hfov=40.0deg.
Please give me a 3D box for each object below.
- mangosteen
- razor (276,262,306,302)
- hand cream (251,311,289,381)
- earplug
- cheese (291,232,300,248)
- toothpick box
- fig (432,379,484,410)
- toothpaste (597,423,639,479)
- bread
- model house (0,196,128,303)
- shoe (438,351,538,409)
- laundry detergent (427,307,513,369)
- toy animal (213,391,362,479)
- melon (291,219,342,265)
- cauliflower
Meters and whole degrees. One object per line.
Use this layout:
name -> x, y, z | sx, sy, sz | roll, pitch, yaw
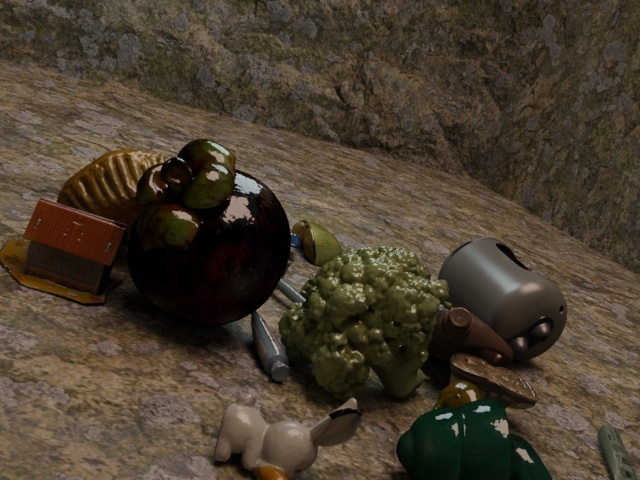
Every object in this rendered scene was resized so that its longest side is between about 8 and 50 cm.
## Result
mangosteen -> -0.194, -0.002, 1.504 | 0.311, 0.311, 0.311 | 20, 15, -6
razor -> -0.040, 0.126, 1.759 | 0.106, 0.068, 0.232 | 1, 32, -49
hand cream -> -0.091, 0.181, 1.501 | 0.043, 0.065, 0.170 | -17, 29, -13
earplug -> 0.243, 0.349, 1.254 | 0.280, 0.163, 0.257 | 10, 52, 2
cheese -> -0.198, -0.049, 2.072 | 0.321, 0.083, 0.204 | 18, 16, -8
toothpick box -> 0.416, 0.150, 2.011 | 0.229, 0.228, 0.316 | 13, 19, -27
fig -> 0.238, 0.286, 1.540 | 0.098, 0.082, 0.084 | 2, 55, -11
toothpaste -> 0.548, 0.400, 1.624 | 0.064, 0.041, 0.218 | 26, 19, -3
bread -> -0.376, -0.065, 1.674 | 0.240, 0.240, 0.139 | 7, 50, -42
model house -> -0.438, -0.006, 1.515 | 0.220, 0.135, 0.207 | 20, 17, -3
shoe -> 0.307, 0.281, 1.617 | 0.180, 0.092, 0.089 | 23, 19, -6
laundry detergent -> 0.290, 0.194, 1.684 | 0.171, 0.076, 0.237 | 19, -21, 7
toy animal -> -0.042, 0.263, 1.160 | 0.182, 0.127, 0.131 | 11, 8, 8
melon -> 0.000, 0.000, 2.175 | 0.128, 0.079, 0.160 | 11, 18, -29
cauliflower -> 0.083, 0.155, 1.488 | 0.260, 0.327, 0.281 | -25, 91, -50
